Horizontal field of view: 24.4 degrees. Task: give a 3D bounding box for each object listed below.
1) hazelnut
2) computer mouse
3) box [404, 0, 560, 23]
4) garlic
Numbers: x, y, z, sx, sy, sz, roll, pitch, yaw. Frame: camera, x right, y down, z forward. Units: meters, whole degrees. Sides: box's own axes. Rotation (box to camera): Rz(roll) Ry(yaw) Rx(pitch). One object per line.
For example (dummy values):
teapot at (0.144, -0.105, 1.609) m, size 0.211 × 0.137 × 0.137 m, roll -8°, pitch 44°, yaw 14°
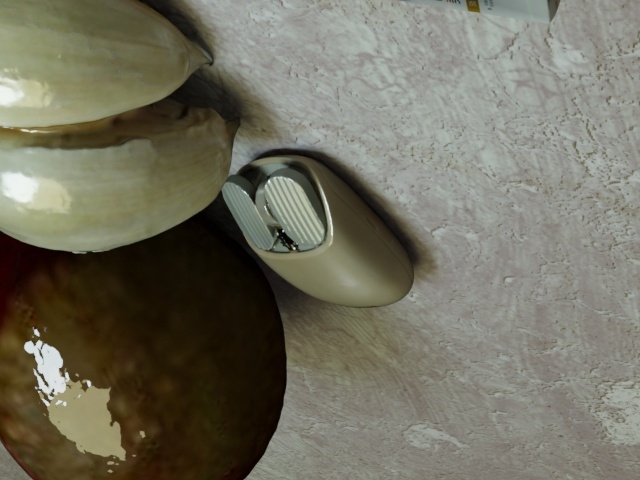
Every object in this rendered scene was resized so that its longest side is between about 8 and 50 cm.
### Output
hazelnut at (-0.227, 0.116, 1.704) m, size 0.421 × 0.353 × 0.421 m, roll 41°, pitch -176°, yaw -3°
computer mouse at (0.000, 0.000, 1.577) m, size 0.145 × 0.082 × 0.236 m, roll -2°, pitch 144°, yaw 42°
box at (0.082, -0.218, 1.168) m, size 0.218 × 0.039 × 0.055 m, roll 12°, pitch 152°, yaw 23°
garlic at (-0.251, -0.136, 1.441) m, size 0.313 × 0.286 × 0.249 m, roll 21°, pitch -163°, yaw 19°
